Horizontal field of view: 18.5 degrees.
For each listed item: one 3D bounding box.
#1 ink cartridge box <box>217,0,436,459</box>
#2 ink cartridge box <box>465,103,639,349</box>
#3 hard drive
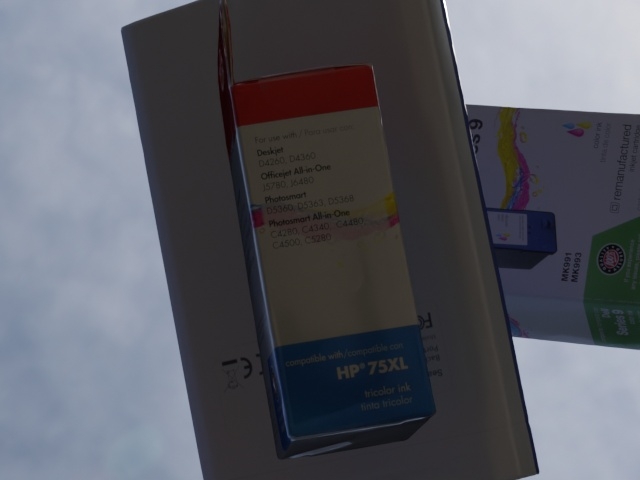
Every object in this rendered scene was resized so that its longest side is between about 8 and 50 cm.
[{"bbox_3d":[-0.002,-0.007,1.046,0.078,0.134,0.231,-9,-100,-5],"label":"ink cartridge box"},{"bbox_3d":[0.153,-0.012,1.453,0.212,0.093,0.154,5,-113,19],"label":"ink cartridge box"},{"bbox_3d":[0.000,0.000,1.175,0.040,0.210,0.319,0,-103,-60],"label":"hard drive"}]
